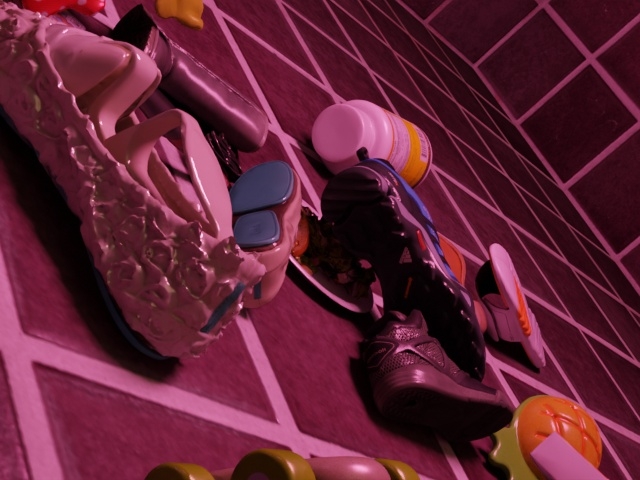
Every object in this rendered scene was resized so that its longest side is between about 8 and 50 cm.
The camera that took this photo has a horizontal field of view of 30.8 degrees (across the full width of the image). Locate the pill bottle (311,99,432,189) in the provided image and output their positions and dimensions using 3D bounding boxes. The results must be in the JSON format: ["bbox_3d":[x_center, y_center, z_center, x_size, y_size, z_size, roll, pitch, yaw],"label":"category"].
[{"bbox_3d":[0.073,-0.137,1.709,0.117,0.117,0.215,56,19,23],"label":"pill bottle"}]

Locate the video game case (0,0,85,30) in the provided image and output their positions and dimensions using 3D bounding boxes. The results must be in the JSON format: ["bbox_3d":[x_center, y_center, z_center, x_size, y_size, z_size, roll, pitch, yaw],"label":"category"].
[{"bbox_3d":[-0.315,-0.248,1.180,0.157,0.019,0.143,44,18,-15],"label":"video game case"}]

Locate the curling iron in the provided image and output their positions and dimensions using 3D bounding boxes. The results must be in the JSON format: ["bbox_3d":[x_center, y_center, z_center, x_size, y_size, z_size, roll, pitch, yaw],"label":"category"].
[{"bbox_3d":[-0.152,-0.122,1.193,0.274,0.035,0.068,42,23,-58],"label":"curling iron"}]

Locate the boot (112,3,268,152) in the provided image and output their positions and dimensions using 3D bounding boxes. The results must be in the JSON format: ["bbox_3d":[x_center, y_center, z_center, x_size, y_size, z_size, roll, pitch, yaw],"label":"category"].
[{"bbox_3d":[-0.148,-0.170,1.350,0.208,0.076,0.190,47,18,-26],"label":"boot"}]

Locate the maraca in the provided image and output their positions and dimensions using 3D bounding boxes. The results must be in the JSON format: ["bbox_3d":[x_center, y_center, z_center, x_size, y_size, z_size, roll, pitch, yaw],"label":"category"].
[{"bbox_3d":[0.267,0.251,1.388,0.185,0.099,0.127,-15,69,-44],"label":"maraca"}]

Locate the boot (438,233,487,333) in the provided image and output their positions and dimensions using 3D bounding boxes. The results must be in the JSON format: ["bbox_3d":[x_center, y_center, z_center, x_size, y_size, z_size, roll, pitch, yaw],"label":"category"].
[{"bbox_3d":[0.138,0.044,1.559,0.152,0.073,0.197,19,31,-50],"label":"boot"}]

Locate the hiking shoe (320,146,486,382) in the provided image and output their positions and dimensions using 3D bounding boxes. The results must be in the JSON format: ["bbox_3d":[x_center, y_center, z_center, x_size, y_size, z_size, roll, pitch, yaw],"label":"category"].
[{"bbox_3d":[0.117,0.035,1.352,0.304,0.113,0.132,63,26,-11],"label":"hiking shoe"}]

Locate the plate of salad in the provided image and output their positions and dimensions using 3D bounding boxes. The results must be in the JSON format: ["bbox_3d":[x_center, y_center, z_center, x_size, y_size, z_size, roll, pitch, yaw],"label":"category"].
[{"bbox_3d":[0.000,0.000,1.356,0.200,0.048,0.200,42,18,-17],"label":"plate of salad"}]

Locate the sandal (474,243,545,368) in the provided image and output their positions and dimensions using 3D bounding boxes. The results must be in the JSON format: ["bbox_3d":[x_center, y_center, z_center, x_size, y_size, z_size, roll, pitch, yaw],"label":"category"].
[{"bbox_3d":[0.275,0.116,1.745,0.102,0.076,0.265,-92,160,-43],"label":"sandal"}]

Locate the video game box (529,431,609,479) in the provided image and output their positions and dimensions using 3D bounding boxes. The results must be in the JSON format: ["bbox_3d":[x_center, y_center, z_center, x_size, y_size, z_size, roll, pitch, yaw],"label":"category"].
[{"bbox_3d":[0.332,0.320,1.257,0.205,0.048,0.187,44,-8,44],"label":"video game box"}]

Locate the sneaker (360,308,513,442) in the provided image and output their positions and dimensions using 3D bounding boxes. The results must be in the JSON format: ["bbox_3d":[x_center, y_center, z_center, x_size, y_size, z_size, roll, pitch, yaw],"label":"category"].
[{"bbox_3d":[0.126,0.146,1.280,0.227,0.087,0.130,24,35,-42],"label":"sneaker"}]

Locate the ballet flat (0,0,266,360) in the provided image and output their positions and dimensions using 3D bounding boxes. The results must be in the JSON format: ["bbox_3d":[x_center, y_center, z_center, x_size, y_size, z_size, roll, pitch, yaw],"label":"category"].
[{"bbox_3d":[-0.168,-0.083,0.993,0.409,0.147,0.147,56,19,26],"label":"ballet flat"}]

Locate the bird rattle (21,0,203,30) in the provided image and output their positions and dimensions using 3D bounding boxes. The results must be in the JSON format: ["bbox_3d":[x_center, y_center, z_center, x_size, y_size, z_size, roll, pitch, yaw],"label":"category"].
[{"bbox_3d":[-0.240,-0.294,1.241,0.253,0.143,0.207,-18,35,-37],"label":"bird rattle"}]

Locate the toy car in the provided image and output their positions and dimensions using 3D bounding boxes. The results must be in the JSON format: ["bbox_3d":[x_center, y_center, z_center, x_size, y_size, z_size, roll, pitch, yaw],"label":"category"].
[{"bbox_3d":[-0.018,0.236,0.745,0.155,0.149,0.188,19,62,-52],"label":"toy car"}]

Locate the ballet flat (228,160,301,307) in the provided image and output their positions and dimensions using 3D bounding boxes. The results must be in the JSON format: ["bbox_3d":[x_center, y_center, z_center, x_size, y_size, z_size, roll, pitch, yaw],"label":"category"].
[{"bbox_3d":[-0.060,-0.005,1.196,0.086,0.086,0.248,44,20,-14],"label":"ballet flat"}]
